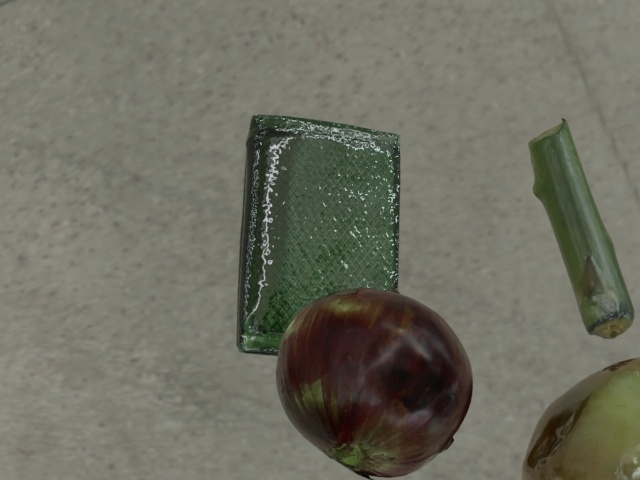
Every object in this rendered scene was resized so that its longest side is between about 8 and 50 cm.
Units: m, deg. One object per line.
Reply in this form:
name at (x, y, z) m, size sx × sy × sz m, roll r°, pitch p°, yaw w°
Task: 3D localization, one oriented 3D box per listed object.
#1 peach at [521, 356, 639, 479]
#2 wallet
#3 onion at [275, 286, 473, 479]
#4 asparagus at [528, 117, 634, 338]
peach at (0.262, 0.218, 1.177) m, size 0.214 × 0.214 × 0.235 m, roll -1°, pitch 115°, yaw -30°
wallet at (-0.001, 0.001, 1.409) m, size 0.160 × 0.055 × 0.236 m, roll 6°, pitch 76°, yaw -15°
onion at (0.034, 0.078, 0.848) m, size 0.117 × 0.118 × 0.119 m, roll 18°, pitch 74°, yaw -20°
asparagus at (0.296, -0.020, 1.686) m, size 0.067 × 0.060 × 0.278 m, roll -14°, pitch 65°, yaw -6°
